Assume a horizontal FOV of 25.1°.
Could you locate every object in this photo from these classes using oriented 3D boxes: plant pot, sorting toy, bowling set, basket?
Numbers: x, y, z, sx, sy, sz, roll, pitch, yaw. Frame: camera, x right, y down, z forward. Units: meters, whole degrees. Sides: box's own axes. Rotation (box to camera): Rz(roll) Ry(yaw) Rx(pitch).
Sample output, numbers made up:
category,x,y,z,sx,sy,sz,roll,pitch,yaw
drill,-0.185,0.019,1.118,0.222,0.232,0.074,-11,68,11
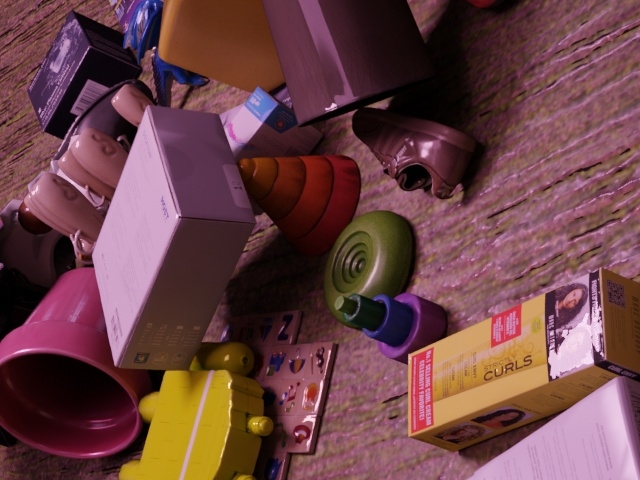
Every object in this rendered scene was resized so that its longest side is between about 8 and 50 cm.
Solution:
category,x,y,z,sx,sy,sz,roll,pitch,yaw
plant pot,-0.091,-0.303,1.721,0.187,0.212,0.212,-52,28,43
plant pot,-0.296,0.140,1.782,0.201,0.201,0.180,-40,26,37
sorting toy,0.000,0.000,1.465,0.127,0.126,0.365,-58,32,15
bowling set,-0.288,-0.050,1.875,0.200,0.154,0.287,-40,12,44
basket,0.011,-0.247,1.458,0.204,0.154,0.227,-125,15,-87

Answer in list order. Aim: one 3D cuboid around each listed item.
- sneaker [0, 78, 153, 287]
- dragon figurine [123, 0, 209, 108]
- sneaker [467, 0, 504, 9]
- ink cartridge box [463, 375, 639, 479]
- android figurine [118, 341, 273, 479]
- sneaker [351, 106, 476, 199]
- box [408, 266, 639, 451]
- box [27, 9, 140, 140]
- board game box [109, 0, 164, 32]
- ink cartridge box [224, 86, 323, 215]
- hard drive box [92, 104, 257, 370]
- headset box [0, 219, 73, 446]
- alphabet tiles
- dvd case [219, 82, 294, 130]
category,x,y,z,sx,sy,sz,roll,pitch,yaw
sneaker,-0.312,-0.070,2.006,0.146,0.122,0.330,31,78,22
dragon figurine,-0.214,-0.275,1.942,0.289,0.144,0.085,-61,32,11
sneaker,0.117,-0.347,1.497,0.098,0.135,0.276,-54,33,24
ink cartridge box,0.186,0.251,1.101,0.224,0.045,0.223,-41,40,38
android figurine,-0.136,0.228,1.576,0.273,0.056,0.248,-10,61,57
sneaker,0.080,-0.089,1.454,0.188,0.066,0.071,18,88,59
box,0.169,0.104,1.205,0.232,0.058,0.087,-30,48,46
box,-0.367,-0.246,2.208,0.156,0.093,0.158,-58,32,16
board game box,-0.253,-0.405,2.176,0.170,0.048,0.141,-57,32,17
ink cartridge box,-0.071,-0.101,1.645,0.122,0.088,0.052,-52,46,6
hard drive box,-0.167,0.000,1.570,0.232,0.089,0.181,-63,33,38
headset box,-0.456,0.115,2.098,0.218,0.110,0.293,-49,36,28
alphabet tiles,-0.065,0.172,1.567,0.237,0.009,0.198,-9,63,54
dvd case,-0.102,-0.098,1.784,0.221,0.018,0.164,-20,55,51
